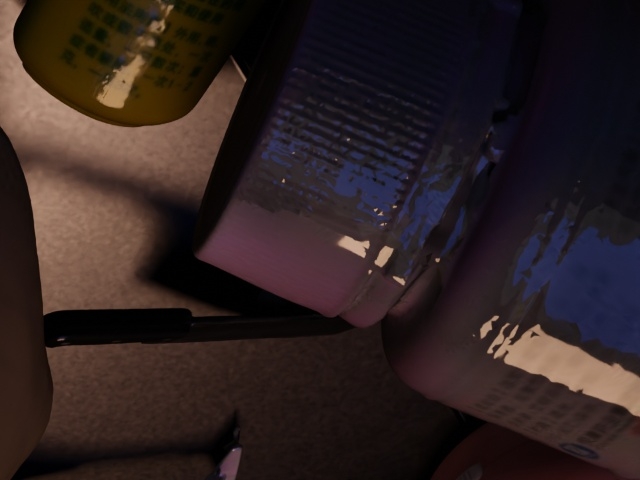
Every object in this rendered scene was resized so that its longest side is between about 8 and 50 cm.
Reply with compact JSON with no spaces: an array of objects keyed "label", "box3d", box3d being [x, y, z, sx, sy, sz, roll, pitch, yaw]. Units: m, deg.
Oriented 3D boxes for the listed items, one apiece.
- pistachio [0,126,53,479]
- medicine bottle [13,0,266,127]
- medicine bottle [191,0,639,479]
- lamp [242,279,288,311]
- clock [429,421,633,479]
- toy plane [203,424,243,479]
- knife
[{"label":"pistachio","box3d":[-0.312,0.035,0.898,0.365,0.281,0.445,-39,144,-2]},{"label":"medicine bottle","box3d":[-0.045,-0.188,0.903,0.111,0.076,0.309,19,122,-33]},{"label":"medicine bottle","box3d":[0.106,-0.026,0.948,0.302,0.241,0.241,23,122,-8]},{"label":"lamp","box3d":[-0.001,0.001,1.094,0.121,0.054,0.041,-41,129,18]},{"label":"clock","box3d":[0.187,0.220,1.288,0.227,0.142,0.241,29,113,-35]},{"label":"toy plane","box3d":[-0.183,0.208,1.180,0.273,0.107,0.182,5,135,-29]},{"label":"knife","box3d":[-0.071,0.056,1.092,0.245,0.019,0.072,1,164,-38]}]
